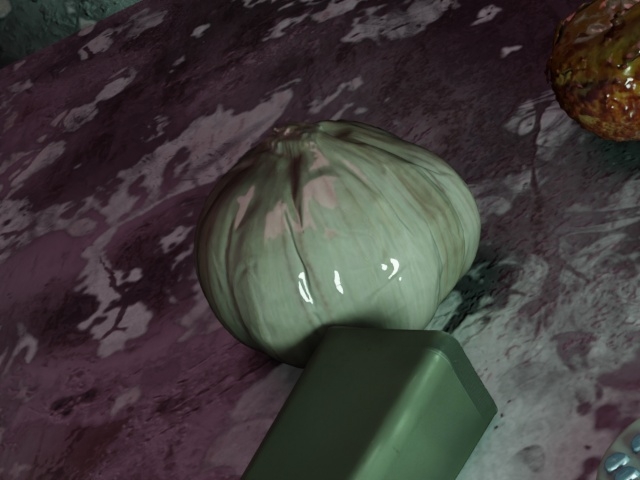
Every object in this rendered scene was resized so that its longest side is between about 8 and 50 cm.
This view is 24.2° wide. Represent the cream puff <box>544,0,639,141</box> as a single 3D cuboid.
[{"bbox_3d":[0.374,-0.206,1.667,0.240,0.164,0.240,-32,13,9],"label":"cream puff"}]

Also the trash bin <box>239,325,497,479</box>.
[{"bbox_3d":[0.035,0.207,1.391,0.164,0.122,0.240,-3,42,41],"label":"trash bin"}]

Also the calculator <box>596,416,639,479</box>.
[{"bbox_3d":[0.331,0.208,1.176,0.188,0.042,0.302,-34,28,-6],"label":"calculator"}]

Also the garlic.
[{"bbox_3d":[0.000,0.000,1.600,0.317,0.259,0.317,-12,19,4],"label":"garlic"}]
